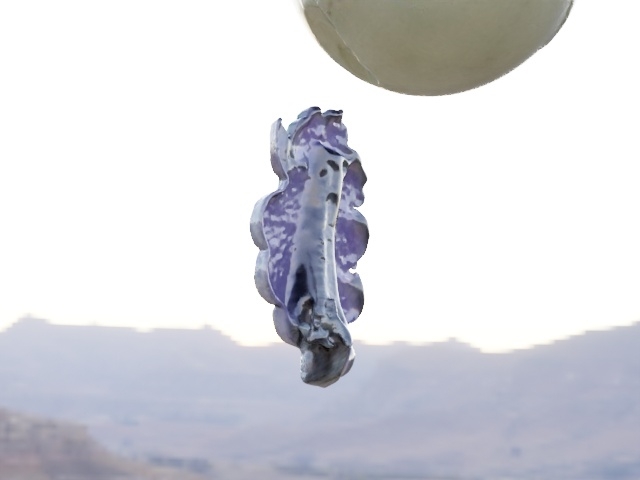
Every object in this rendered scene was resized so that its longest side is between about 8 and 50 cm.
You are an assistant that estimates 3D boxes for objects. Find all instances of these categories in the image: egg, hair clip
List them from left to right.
[{"bbox_3d":[0.002,0.000,1.088,0.052,0.195,0.124,-7,-16,30],"label":"hair clip"},{"bbox_3d":[0.084,-0.218,1.234,0.219,0.219,0.269,4,6,-17],"label":"egg"}]
